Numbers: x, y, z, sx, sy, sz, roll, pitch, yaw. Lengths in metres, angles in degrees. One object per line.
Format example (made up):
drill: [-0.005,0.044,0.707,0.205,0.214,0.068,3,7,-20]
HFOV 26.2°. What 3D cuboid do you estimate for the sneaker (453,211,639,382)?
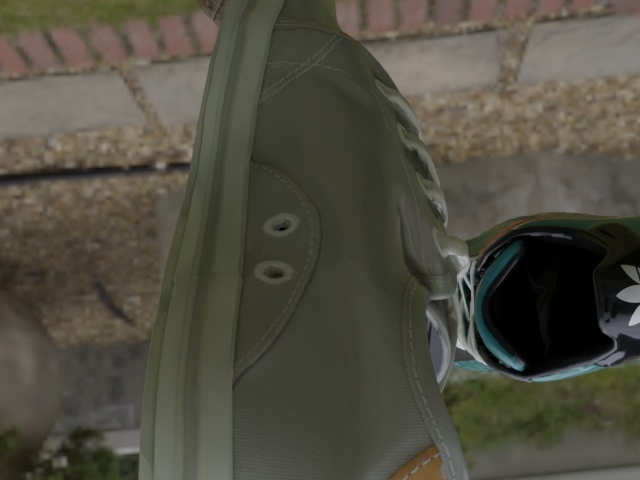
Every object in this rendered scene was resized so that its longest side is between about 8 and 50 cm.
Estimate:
sneaker: [0.126,0.033,0.853,0.121,0.108,0.302,-5,174,-29]

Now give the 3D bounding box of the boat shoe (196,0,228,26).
boat shoe: [-0.048,-0.203,1.226,0.135,0.045,0.050,29,128,3]

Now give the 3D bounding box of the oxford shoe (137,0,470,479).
oxford shoe: [0.000,0.000,0.633,0.130,0.449,0.169,3,125,-2]
